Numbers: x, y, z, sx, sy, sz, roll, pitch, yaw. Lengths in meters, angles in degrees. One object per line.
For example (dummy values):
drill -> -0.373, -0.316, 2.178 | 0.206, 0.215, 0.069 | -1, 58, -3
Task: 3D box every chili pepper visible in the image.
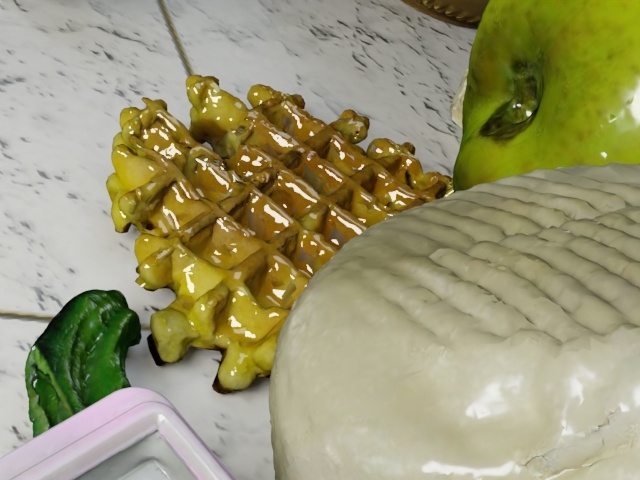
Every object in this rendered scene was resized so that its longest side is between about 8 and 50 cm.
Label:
chili pepper -> -0.078, 0.080, 0.569 | 0.073, 0.050, 0.182 | -2, 40, -29

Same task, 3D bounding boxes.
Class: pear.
pear -> 0.197, -0.057, 0.726 | 0.292, 0.292, 0.159 | 8, 36, -30

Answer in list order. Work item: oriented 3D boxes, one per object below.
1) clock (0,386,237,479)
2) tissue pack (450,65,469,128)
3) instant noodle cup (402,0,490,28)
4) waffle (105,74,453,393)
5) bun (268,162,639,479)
clock -> -0.055, 0.155, 0.424 | 0.150, 0.063, 0.197 | -29, 62, -32
tissue pack -> 0.223, -0.099, 0.978 | 0.159, 0.125, 0.234 | 40, 33, 25
instant noodle cup -> 0.107, -0.235, 1.113 | 0.274, 0.090, 0.274 | 20, 34, -14
waffle -> 0.000, 0.000, 0.740 | 0.232, 0.051, 0.228 | 13, 35, -25
bun -> 0.112, 0.094, 0.548 | 0.282, 0.204, 0.281 | -5, 14, 1
